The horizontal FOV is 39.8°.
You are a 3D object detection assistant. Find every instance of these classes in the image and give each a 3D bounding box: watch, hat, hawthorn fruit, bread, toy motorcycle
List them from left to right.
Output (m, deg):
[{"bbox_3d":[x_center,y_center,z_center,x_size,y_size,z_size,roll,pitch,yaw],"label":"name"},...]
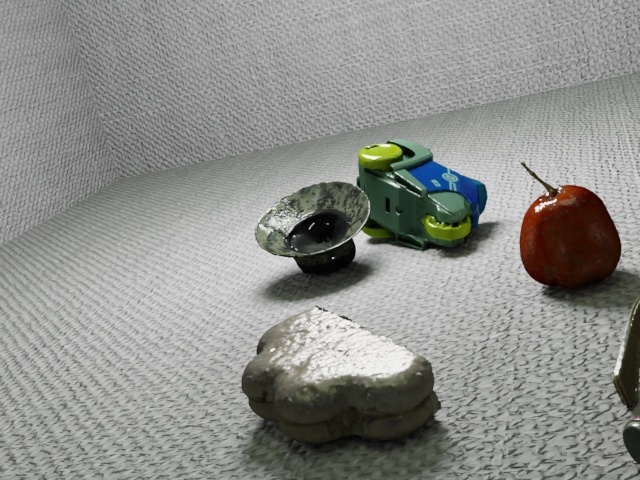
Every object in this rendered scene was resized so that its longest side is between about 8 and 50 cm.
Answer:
[{"bbox_3d":[0.000,0.000,1.814,0.265,0.128,0.265,-15,30,9],"label":"hat"},{"bbox_3d":[0.003,0.191,1.190,0.183,0.102,0.337,-27,21,-25],"label":"bread"},{"bbox_3d":[0.227,-0.085,1.849,0.200,0.191,0.326,-19,31,-30],"label":"toy motorcycle"},{"bbox_3d":[0.386,-0.028,1.400,0.163,0.203,0.162,-16,18,5],"label":"hawthorn fruit"},{"bbox_3d":[0.464,0.111,1.079,0.165,0.102,0.268,-3,27,32],"label":"watch"}]

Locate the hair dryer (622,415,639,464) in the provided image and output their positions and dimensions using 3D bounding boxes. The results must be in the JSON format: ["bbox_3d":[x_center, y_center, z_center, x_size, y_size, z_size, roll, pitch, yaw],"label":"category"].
[{"bbox_3d":[0.390,0.211,0.873,0.106,0.054,0.154,-16,25,-21],"label":"hair dryer"}]
